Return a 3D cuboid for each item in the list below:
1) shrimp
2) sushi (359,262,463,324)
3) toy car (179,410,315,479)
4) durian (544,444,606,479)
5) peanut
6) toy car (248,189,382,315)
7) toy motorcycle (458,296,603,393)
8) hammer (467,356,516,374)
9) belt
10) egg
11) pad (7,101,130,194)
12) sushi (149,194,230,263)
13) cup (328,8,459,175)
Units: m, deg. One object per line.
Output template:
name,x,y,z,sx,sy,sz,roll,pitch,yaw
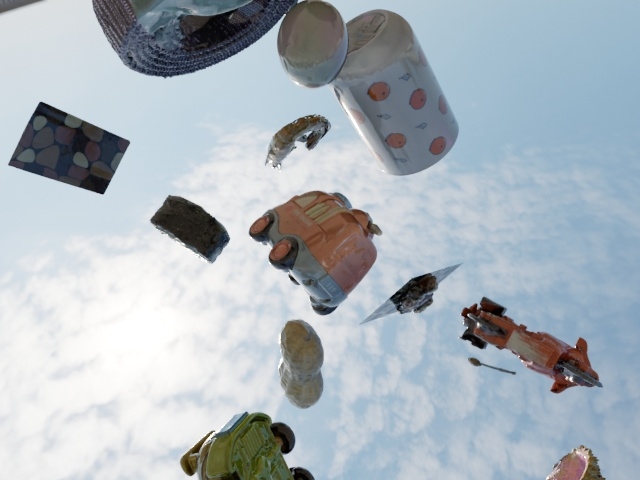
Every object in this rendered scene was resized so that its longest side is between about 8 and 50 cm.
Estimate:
shrimp,-0.060,-0.254,1.171,0.173,0.253,0.058,-23,-97,-18
sushi,0.302,0.194,1.443,0.294,0.292,0.059,-10,-120,-42
toy car,-0.116,0.404,0.712,0.142,0.247,0.200,-25,176,21
durian,0.602,0.598,1.093,0.182,0.165,0.132,-32,-142,7
peanut,-0.055,0.331,1.226,0.136,0.298,0.120,21,-141,27
toy car,0.000,0.000,0.942,0.212,0.180,0.270,-41,-145,-4
toy motorcycle,0.504,0.252,1.093,0.326,0.221,0.147,29,-87,31
hammer,0.306,0.225,0.804,0.029,0.123,0.014,19,-93,59
belt,-0.180,-0.380,0.702,0.325,0.122,0.260,-31,178,-16
egg,-0.011,-0.281,0.651,0.103,0.103,0.134,-2,-115,16
pad,-0.572,-0.205,1.059,0.003,0.235,0.158,31,-86,30
sushi,-0.372,-0.038,1.313,0.225,0.124,0.127,33,-105,6
cup,0.152,-0.323,1.003,0.212,0.317,0.212,-21,-134,23
